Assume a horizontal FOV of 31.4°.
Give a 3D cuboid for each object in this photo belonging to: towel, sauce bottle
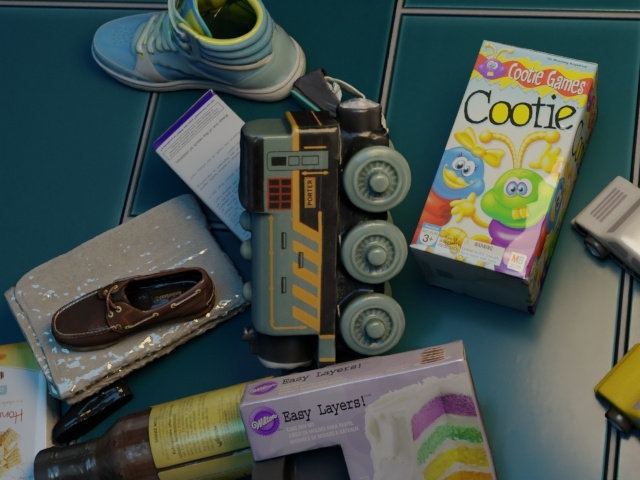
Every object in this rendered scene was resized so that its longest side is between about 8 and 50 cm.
[{"bbox_3d":[-0.247,0.074,1.461,0.282,0.049,0.187,-27,66,-11],"label":"towel"},{"bbox_3d":[-0.173,0.245,1.363,0.344,0.111,0.111,-13,67,8],"label":"sauce bottle"}]

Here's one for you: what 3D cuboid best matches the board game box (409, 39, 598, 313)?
[{"bbox_3d":[0.226,-0.075,1.364,0.142,0.144,0.275,15,75,19],"label":"board game box"}]

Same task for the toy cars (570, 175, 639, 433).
[{"bbox_3d":[0.390,0.094,1.287,0.176,0.087,0.394,-7,68,12],"label":"toy cars"}]

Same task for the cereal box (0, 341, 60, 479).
[{"bbox_3d":[-0.420,0.256,1.458,0.173,0.047,0.240,-11,67,11],"label":"cereal box"}]

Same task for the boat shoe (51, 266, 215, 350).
[{"bbox_3d":[-0.232,0.076,1.393,0.207,0.073,0.073,-18,65,-6],"label":"boat shoe"}]

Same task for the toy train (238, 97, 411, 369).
[{"bbox_3d":[0.000,0.000,1.324,0.190,0.142,0.334,-1,109,-6],"label":"toy train"}]

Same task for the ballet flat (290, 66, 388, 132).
[{"bbox_3d":[0.042,-0.156,1.486,0.074,0.074,0.203,-41,63,-3],"label":"ballet flat"}]

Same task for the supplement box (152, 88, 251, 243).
[{"bbox_3d":[-0.096,-0.070,1.464,0.114,0.111,0.220,-45,65,-4],"label":"supplement box"}]

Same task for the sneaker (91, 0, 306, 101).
[{"bbox_3d":[-0.190,-0.288,1.520,0.319,0.208,0.127,7,73,17],"label":"sneaker"}]

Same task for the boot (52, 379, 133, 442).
[{"bbox_3d":[-0.307,0.188,1.457,0.121,0.045,0.099,-34,67,-8],"label":"boot"}]

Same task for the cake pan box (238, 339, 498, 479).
[{"bbox_3d":[0.059,0.254,1.255,0.266,0.070,0.246,-12,101,9],"label":"cake pan box"}]
